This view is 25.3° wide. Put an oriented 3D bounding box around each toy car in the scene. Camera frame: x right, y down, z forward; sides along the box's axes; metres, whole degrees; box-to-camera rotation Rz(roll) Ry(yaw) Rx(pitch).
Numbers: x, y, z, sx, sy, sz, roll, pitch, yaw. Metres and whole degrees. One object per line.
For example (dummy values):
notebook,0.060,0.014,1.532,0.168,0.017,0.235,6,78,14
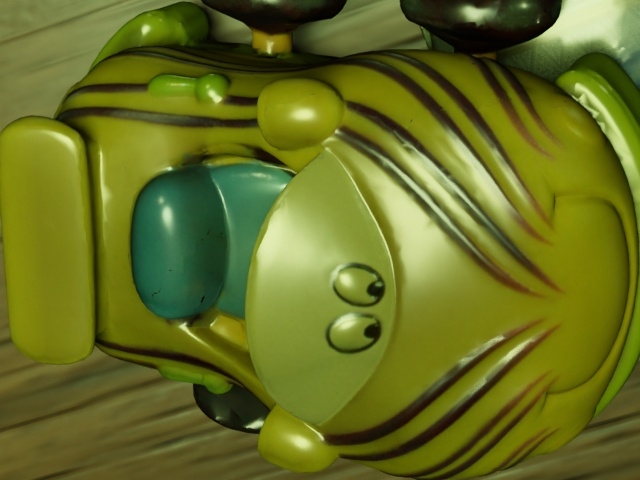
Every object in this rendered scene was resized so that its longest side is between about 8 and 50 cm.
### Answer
toy car,0.000,0.000,0.527,0.248,0.142,0.200,7,111,22

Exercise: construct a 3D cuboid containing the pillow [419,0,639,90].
pillow,0.133,-0.118,0.555,0.208,0.052,0.212,-19,98,14
